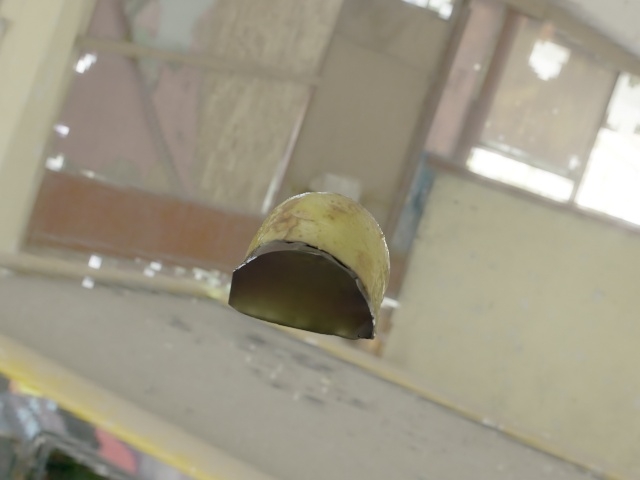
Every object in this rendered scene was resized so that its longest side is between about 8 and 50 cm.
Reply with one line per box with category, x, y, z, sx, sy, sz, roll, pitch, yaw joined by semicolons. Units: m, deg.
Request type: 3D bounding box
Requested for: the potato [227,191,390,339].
potato;0.000;0.000;0.835;0.096;0.066;0.103;14;40;-4
